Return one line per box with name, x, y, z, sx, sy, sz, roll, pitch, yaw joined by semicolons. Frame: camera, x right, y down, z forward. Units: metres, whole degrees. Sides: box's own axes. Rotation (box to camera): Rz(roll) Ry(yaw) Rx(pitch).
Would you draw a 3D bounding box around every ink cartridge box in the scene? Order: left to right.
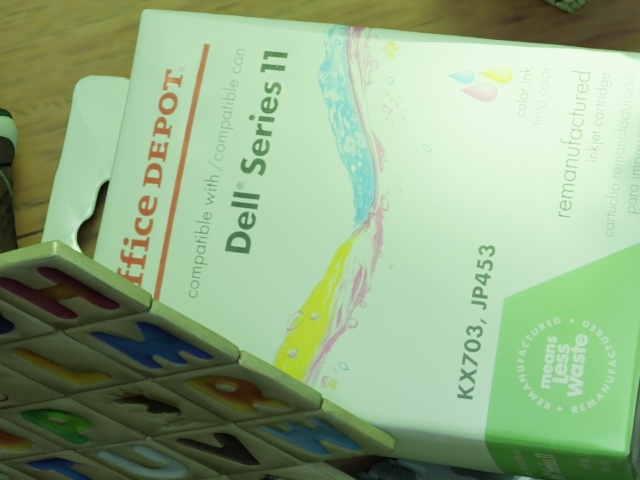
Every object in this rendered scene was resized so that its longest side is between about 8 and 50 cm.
ink cartridge box;0.000;0.000;0.940;0.353;0.119;0.207;6;77;14

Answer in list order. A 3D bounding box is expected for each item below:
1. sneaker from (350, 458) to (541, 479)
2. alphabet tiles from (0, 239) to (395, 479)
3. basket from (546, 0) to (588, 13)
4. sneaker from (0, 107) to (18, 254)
sneaker;0.119;0.153;1.011;0.281;0.105;0.115;-23;115;-4
alphabet tiles;-0.143;0.076;0.871;0.285;0.342;0.011;-12;57;38
basket;0.145;-0.223;1.012;0.103;0.113;0.167;29;86;-2
sneaker;-0.210;0.023;0.913;0.106;0.281;0.163;-10;96;16
